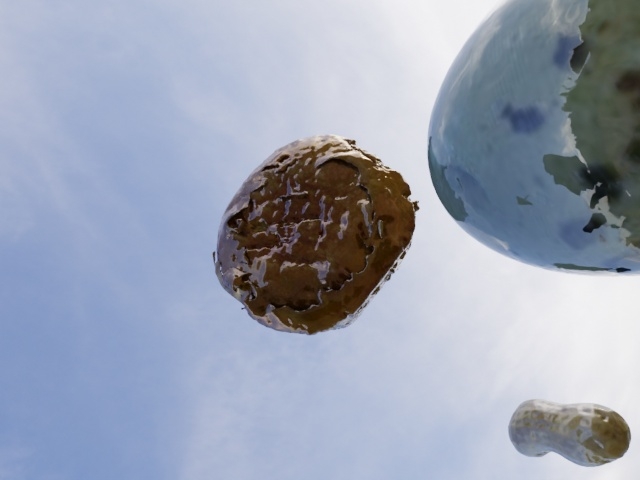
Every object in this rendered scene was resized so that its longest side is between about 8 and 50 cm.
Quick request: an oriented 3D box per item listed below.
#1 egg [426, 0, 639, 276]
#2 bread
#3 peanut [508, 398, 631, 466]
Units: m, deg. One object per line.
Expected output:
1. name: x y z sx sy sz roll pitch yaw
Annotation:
1. egg: 0.307 -0.130 0.636 0.345 0.428 0.345 16 -119 -30
2. bread: -0.003 0.002 1.098 0.358 0.337 0.204 -48 -31 -6
3. peanut: 0.380 0.302 0.962 0.098 0.229 0.103 -17 -90 -31
